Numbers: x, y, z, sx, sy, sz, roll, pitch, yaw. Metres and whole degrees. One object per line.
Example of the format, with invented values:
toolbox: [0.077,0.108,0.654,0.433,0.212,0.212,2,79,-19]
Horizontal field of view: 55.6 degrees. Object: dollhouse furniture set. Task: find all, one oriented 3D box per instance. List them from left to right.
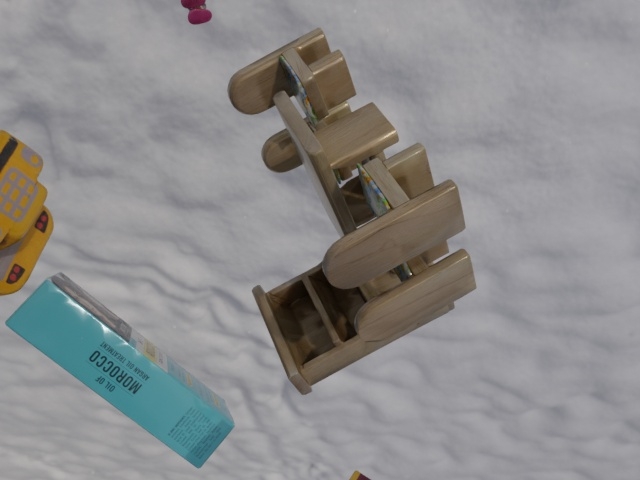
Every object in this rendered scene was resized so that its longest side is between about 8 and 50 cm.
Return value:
dollhouse furniture set: [0.000,0.000,0.493,0.161,0.212,0.242,-28,140,-1]

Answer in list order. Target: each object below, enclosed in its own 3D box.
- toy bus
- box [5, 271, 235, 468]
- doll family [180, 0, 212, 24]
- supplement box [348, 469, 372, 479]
toy bus: [-0.389,-0.005,0.599,0.333,0.108,0.130,-9,141,29]
box: [-0.208,0.135,0.653,0.244,0.060,0.100,42,170,-13]
doll family: [-0.177,-0.433,0.809,0.119,0.163,0.263,-23,151,-3]
supplement box: [0.022,0.193,0.386,0.043,0.055,0.083,28,144,16]
